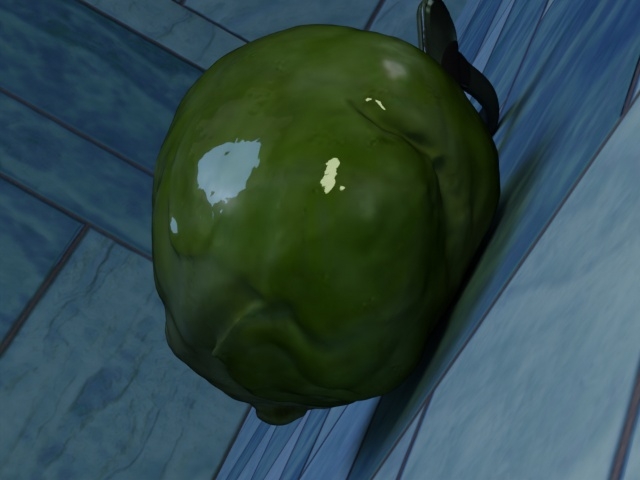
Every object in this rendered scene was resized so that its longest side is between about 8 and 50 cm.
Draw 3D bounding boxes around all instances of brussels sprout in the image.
[{"bbox_3d":[0.001,-0.014,1.404,0.316,0.243,0.273,108,167,-75],"label":"brussels sprout"}]

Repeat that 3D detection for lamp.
[{"bbox_3d":[0.093,-0.060,1.774,0.283,0.125,0.203,128,152,-59],"label":"lamp"}]
